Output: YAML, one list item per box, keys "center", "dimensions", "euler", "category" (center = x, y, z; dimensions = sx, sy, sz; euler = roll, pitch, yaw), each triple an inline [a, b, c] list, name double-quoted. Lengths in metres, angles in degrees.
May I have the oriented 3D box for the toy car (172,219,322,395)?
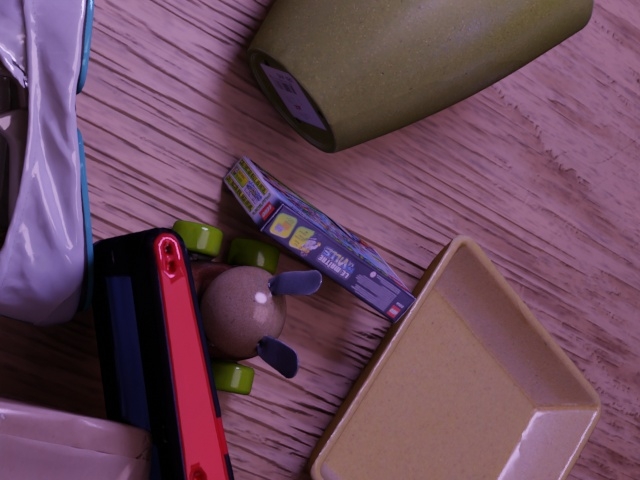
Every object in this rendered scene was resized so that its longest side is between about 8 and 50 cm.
- center: [-0.065, 0.071, 1.550]
  dimensions: [0.149, 0.188, 0.155]
  euler: [17, 82, -39]
  category: "toy car"

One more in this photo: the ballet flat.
- center: [-0.268, -0.121, 1.422]
  dimensions: [0.139, 0.139, 0.400]
  euler: [-2, 95, -40]
  category: "ballet flat"

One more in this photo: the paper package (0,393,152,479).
- center: [-0.337, 0.187, 1.240]
  dimensions: [0.309, 0.325, 0.168]
  euler: [17, 81, -38]
  category: "paper package"

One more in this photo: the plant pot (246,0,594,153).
- center: [0.076, -0.233, 1.634]
  dimensions: [0.293, 0.275, 0.275]
  euler: [-40, 118, -13]
  category: "plant pot"

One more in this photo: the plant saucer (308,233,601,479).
- center: [0.141, 0.215, 1.803]
  dimensions: [0.333, 0.081, 0.333]
  euler: [49, 64, -31]
  category: "plant saucer"

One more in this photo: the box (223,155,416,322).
- center: [0.000, 0.000, 1.649]
  dimensions: [0.207, 0.114, 0.036]
  euler: [35, 100, -36]
  category: "box"

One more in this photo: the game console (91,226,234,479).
- center: [-0.141, 0.164, 1.360]
  dimensions: [0.060, 0.386, 0.342]
  euler: [-12, 92, -16]
  category: "game console"
